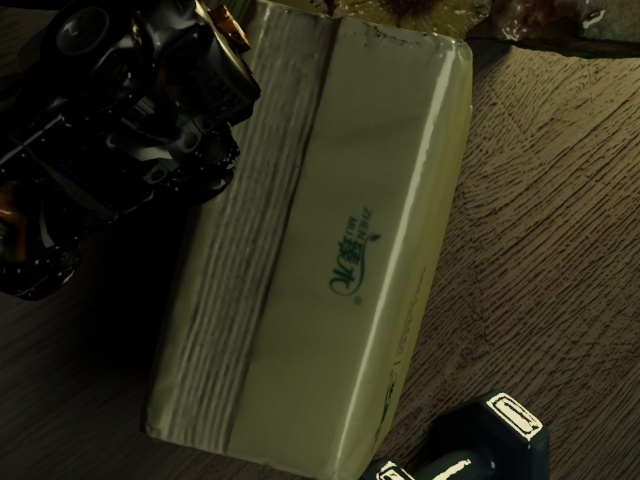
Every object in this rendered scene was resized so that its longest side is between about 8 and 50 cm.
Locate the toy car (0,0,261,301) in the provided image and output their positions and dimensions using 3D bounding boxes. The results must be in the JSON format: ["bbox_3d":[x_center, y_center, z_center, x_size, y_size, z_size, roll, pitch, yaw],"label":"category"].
[{"bbox_3d":[-0.185,-0.075,0.953,0.301,0.118,0.193,-33,141,6],"label":"toy car"}]

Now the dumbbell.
[{"bbox_3d":[0.138,0.291,1.506,0.325,0.160,0.144,-19,83,-48],"label":"dumbbell"}]

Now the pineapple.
[{"bbox_3d":[0.089,-0.262,1.325,0.221,0.047,0.221,-6,126,-9],"label":"pineapple"}]

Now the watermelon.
[{"bbox_3d":[0.275,-0.294,1.474,0.302,0.264,0.151,-2,98,-48],"label":"watermelon"}]

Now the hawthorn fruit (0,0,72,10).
[{"bbox_3d":[-0.196,-0.283,0.942,0.189,0.189,0.251,43,69,-46],"label":"hawthorn fruit"}]

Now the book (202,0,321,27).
[{"bbox_3d":[-0.093,-0.208,1.216,0.231,0.026,0.161,37,69,-48],"label":"book"}]

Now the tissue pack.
[{"bbox_3d":[0.000,0.000,1.144,0.297,0.207,0.380,-14,119,-82],"label":"tissue pack"}]
